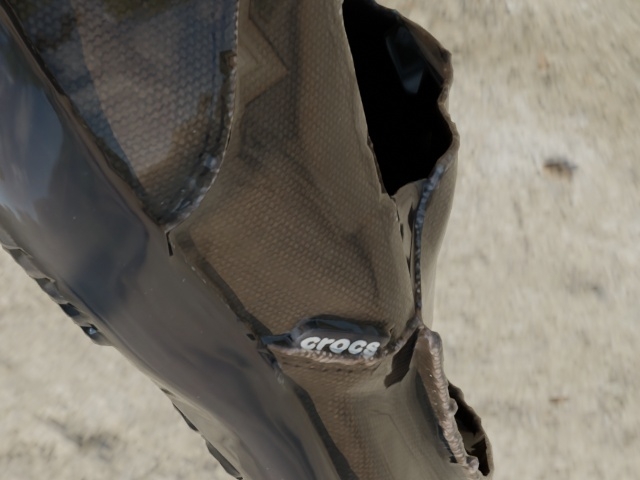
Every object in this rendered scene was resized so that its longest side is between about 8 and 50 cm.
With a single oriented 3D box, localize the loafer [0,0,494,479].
[{"bbox_3d":[0.000,0.000,0.558,0.130,0.366,0.134,-39,62,-3],"label":"loafer"}]
